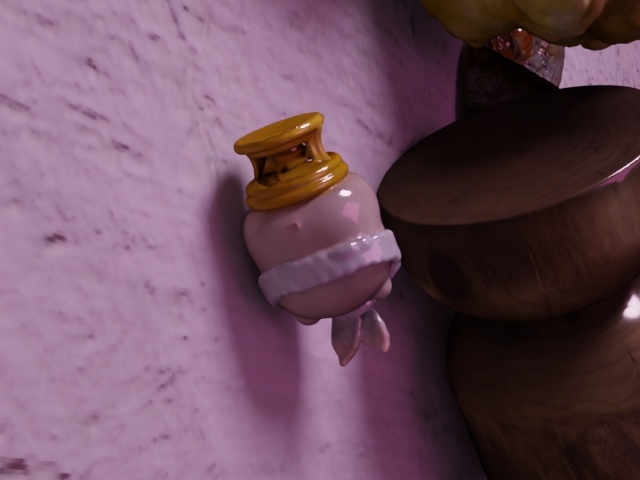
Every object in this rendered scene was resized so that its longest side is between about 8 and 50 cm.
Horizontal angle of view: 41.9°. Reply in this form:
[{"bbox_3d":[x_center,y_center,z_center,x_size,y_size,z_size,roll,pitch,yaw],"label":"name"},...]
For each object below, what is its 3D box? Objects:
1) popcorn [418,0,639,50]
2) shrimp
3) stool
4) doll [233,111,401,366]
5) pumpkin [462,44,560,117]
[{"bbox_3d":[0.170,-0.224,0.549,0.266,0.233,0.192,-81,174,-56],"label":"popcorn"},{"bbox_3d":[0.181,-0.198,0.738,0.188,0.051,0.132,62,39,-33],"label":"shrimp"},{"bbox_3d":[0.164,0.054,0.559,0.179,0.179,0.264,-50,125,-47],"label":"stool"},{"bbox_3d":[0.000,0.000,0.428,0.084,0.073,0.127,-94,165,-73],"label":"doll"},{"bbox_3d":[0.229,-0.040,0.683,0.279,0.163,0.111,59,40,-30],"label":"pumpkin"}]
